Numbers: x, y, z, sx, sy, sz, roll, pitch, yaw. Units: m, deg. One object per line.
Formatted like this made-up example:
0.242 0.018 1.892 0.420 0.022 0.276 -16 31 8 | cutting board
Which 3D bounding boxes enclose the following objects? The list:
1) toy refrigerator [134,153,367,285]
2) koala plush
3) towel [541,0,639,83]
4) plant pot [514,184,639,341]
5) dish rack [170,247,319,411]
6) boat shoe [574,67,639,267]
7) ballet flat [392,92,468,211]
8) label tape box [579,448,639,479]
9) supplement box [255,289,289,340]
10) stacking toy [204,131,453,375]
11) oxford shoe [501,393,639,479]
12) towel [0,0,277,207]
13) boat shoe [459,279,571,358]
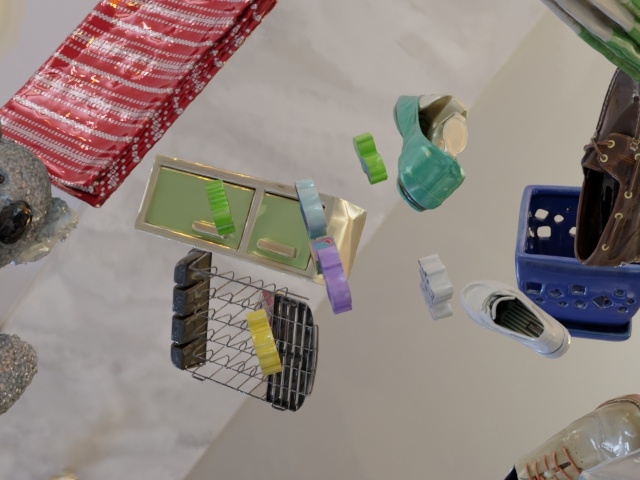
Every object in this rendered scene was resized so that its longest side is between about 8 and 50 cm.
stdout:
-0.090 -0.025 1.102 0.094 0.269 0.102 20 -94 -61 | toy refrigerator
-0.300 -0.001 0.718 0.221 0.203 0.196 -58 -47 -30 | koala plush
0.092 -0.213 0.420 0.324 0.248 0.038 15 -25 -42 | towel
0.478 0.050 1.674 0.235 0.236 0.212 6 -50 15 | plant pot
-0.116 0.140 1.404 0.074 0.271 0.208 -29 -51 -56 | dish rack
0.289 -0.072 0.878 0.073 0.073 0.207 -4 -75 -16 | boat shoe
0.136 -0.122 1.060 0.083 0.247 0.087 41 -63 -20 | ballet flat
0.251 0.211 0.269 0.115 0.347 0.249 -7 -86 -30 | label tape box
-0.082 0.130 1.583 0.043 0.083 0.055 10 -66 -22 | supplement box
0.000 0.000 0.786 0.167 0.221 0.052 -17 -37 -5 | stacking toy
0.393 0.360 1.405 0.146 0.140 0.397 -12 -30 -22 | oxford shoe
-0.188 -0.170 0.871 0.275 0.198 0.031 -53 -36 -16 | towel
0.295 0.107 1.435 0.076 0.226 0.083 35 -96 -40 | boat shoe
